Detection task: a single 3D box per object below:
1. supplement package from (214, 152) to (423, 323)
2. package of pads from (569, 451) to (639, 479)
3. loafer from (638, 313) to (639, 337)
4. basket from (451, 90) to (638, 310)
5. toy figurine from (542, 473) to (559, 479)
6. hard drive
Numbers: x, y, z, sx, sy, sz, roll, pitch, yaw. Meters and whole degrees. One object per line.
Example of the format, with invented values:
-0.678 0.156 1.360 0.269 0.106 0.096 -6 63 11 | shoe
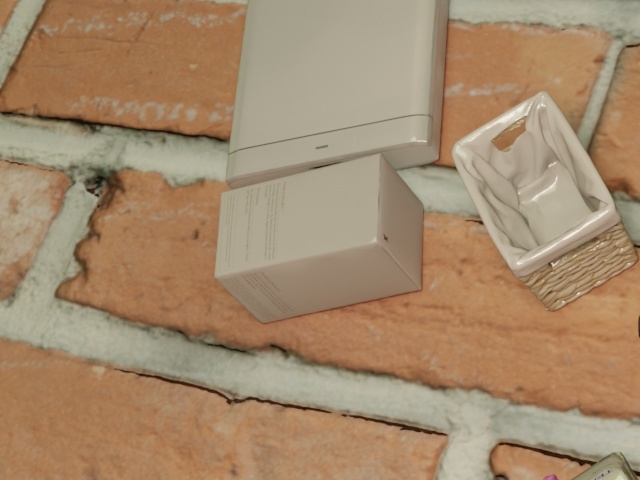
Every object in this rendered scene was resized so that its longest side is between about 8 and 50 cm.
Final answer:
0.000 0.000 1.883 0.179 0.105 0.105 -12 55 24 | supplement package
0.209 0.345 1.446 0.229 0.101 0.296 -33 90 9 | package of pads
0.431 0.139 1.551 0.366 0.134 0.130 12 102 34 | loafer
0.212 -0.034 1.783 0.113 0.103 0.167 -31 51 9 | basket
0.203 0.251 1.569 0.130 0.159 0.173 -1 60 30 | toy figurine
0.024 -0.223 2.051 0.233 0.047 0.353 -10 56 25 | hard drive
